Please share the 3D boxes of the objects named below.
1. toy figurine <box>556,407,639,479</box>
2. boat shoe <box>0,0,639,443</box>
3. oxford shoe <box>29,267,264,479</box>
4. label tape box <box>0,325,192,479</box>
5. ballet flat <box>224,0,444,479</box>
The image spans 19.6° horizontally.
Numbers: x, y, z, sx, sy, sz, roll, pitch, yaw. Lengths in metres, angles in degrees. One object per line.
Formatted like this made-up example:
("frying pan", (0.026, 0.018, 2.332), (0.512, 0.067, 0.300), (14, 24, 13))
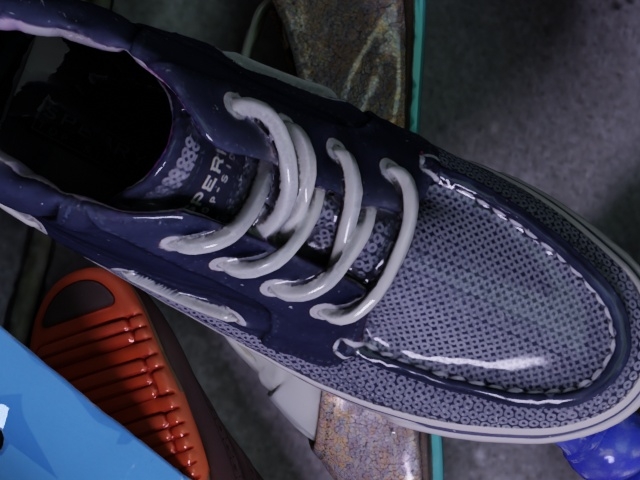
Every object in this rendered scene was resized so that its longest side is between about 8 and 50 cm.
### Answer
("toy figurine", (0.229, 0.097, 0.958), (0.362, 0.191, 0.217), (4, 85, -27))
("boat shoe", (-0.014, -0.004, 0.770), (0.340, 0.158, 0.127), (20, 90, 5))
("oxford shoe", (-0.061, 0.139, 0.880), (0.098, 0.097, 0.271), (-21, 95, -58))
("label tape box", (-0.224, 0.165, 0.695), (0.249, 0.115, 0.347), (43, 76, -19))
("ballet flat", (0.000, 0.000, 0.897), (0.106, 0.107, 0.316), (-2, 87, -6))
